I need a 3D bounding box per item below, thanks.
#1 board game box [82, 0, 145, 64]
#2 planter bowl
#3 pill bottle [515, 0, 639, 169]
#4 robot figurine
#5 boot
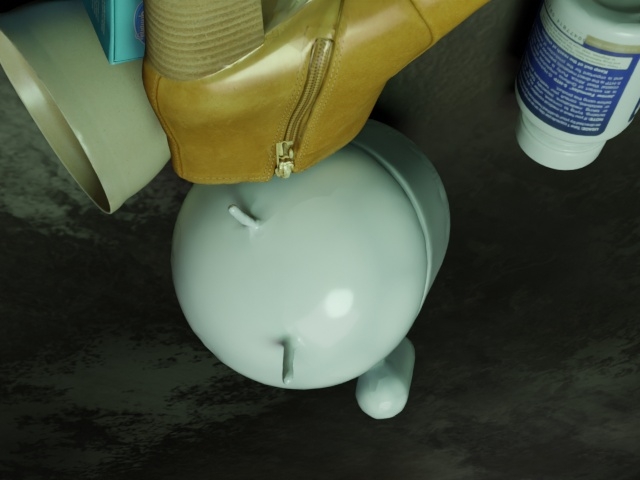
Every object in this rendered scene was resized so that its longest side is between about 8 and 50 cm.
[{"bbox_3d":[0.029,-0.246,0.533,0.336,0.079,0.254,-15,150,-23],"label":"board game box"},{"bbox_3d":[-0.157,-0.117,0.679,0.109,0.162,0.162,-35,152,-17],"label":"planter bowl"},{"bbox_3d":[0.230,-0.150,0.788,0.112,0.112,0.187,-7,147,-9],"label":"pill bottle"},{"bbox_3d":[0.000,0.000,0.768,0.199,0.300,0.353,-29,-176,18],"label":"robot figurine"},{"bbox_3d":[0.035,-0.135,0.555,0.295,0.104,0.211,-18,157,-8],"label":"boot"}]
